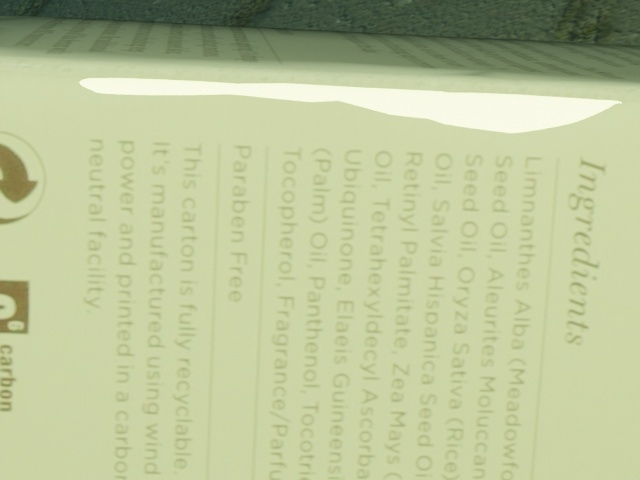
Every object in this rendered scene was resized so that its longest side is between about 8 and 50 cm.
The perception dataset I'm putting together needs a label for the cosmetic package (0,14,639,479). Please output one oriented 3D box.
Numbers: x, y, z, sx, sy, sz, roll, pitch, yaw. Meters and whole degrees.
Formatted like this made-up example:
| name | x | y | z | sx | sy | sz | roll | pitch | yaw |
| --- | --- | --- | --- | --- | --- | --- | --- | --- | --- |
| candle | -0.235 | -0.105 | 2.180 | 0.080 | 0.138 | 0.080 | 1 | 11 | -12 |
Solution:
| name | x | y | z | sx | sy | sz | roll | pitch | yaw |
| --- | --- | --- | --- | --- | --- | --- | --- | --- | --- |
| cosmetic package | 0.090 | 0.010 | 0.563 | 0.453 | 0.162 | 0.230 | 2 | 11 | -5 |
